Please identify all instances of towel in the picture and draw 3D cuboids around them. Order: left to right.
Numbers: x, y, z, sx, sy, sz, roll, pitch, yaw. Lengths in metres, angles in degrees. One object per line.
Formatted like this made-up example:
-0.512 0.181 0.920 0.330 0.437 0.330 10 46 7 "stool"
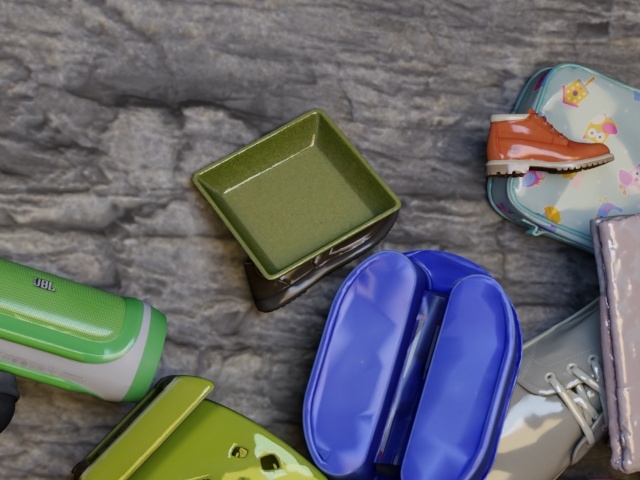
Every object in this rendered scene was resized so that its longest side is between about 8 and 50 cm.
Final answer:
0.485 0.107 1.779 0.331 0.053 0.317 -8 92 -25 "towel"

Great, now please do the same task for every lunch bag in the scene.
0.357 -0.089 1.838 0.279 0.108 0.224 22 90 -13 "lunch bag"

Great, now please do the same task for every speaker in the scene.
-0.331 0.092 1.624 0.296 0.131 0.131 19 85 -16 "speaker"

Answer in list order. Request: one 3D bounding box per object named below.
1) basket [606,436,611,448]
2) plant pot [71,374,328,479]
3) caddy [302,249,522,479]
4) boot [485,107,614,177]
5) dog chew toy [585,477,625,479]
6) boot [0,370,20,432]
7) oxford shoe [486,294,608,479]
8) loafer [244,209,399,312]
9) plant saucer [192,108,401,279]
0.475 0.276 1.872 0.167 0.113 0.103 36 82 -13 "basket"
-0.153 0.280 1.634 0.207 0.227 0.228 45 79 -5 "plant pot"
0.110 0.170 1.726 0.241 0.179 0.341 16 80 10 "caddy"
0.278 -0.121 1.736 0.158 0.059 0.085 -1 84 -4 "boot"
0.387 0.404 1.731 0.206 0.332 0.207 0 89 -17 "dog chew toy"
-0.465 0.387 1.515 0.367 0.146 0.445 -12 75 -8 "boot"
0.331 0.183 1.812 0.449 0.130 0.169 -37 101 -16 "oxford shoe"
0.000 0.000 1.746 0.220 0.080 0.078 -36 100 -13 "loafer"
-0.028 -0.048 1.718 0.188 0.045 0.188 -29 58 -15 "plant saucer"
